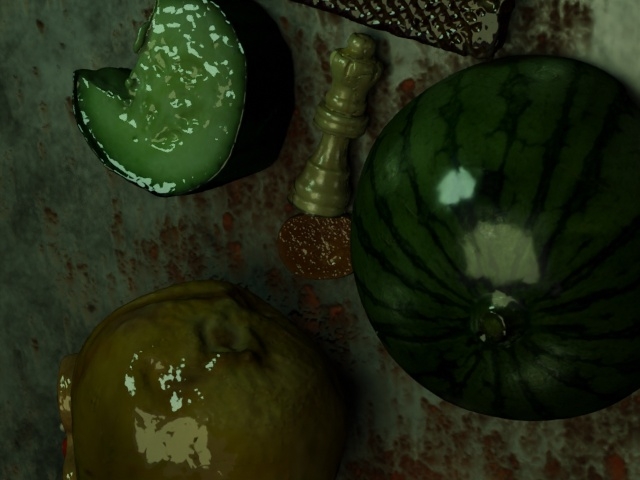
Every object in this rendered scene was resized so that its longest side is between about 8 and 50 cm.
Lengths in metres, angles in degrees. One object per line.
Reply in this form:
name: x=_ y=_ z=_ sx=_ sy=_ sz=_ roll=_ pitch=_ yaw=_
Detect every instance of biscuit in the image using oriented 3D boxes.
biscuit: x=-0.244 y=0.232 z=1.453 sx=0.036 sy=0.165 sz=0.250 roll=-5 pitch=112 yaw=5
biscuit: x=-0.003 y=-0.266 z=1.232 sx=0.388 sy=0.073 sz=0.107 roll=21 pitch=115 yaw=19
biscuit: x=0.000 y=0.000 z=1.346 sx=0.091 sy=0.015 sz=0.078 roll=0 pitch=104 yaw=25

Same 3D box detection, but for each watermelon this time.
watermelon: x=0.151 y=0.015 z=1.189 sx=0.331 sy=0.189 sz=0.330 roll=5 pitch=103 yaw=21

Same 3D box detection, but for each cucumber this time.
cucumber: x=-0.117 y=-0.133 z=1.300 sx=0.191 sy=0.130 sz=0.191 roll=5 pitch=105 yaw=21

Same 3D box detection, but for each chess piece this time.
chess piece: x=0.018 y=-0.107 z=1.283 sx=0.060 sy=0.060 sz=0.172 roll=24 pitch=112 yaw=17

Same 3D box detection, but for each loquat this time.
loquat: x=-0.116 y=0.186 z=1.328 sx=0.276 sy=0.276 sz=0.284 roll=38 pitch=121 yaw=11
